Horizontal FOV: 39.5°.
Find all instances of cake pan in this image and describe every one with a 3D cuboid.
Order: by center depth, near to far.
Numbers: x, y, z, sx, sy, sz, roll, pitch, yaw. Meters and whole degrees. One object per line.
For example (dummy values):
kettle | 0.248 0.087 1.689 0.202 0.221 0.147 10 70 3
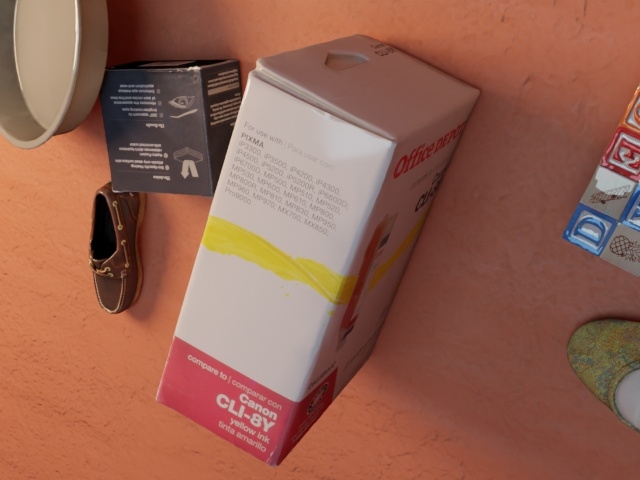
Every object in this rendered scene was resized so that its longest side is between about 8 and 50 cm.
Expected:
cake pan | -0.353 -0.262 1.120 0.293 0.054 0.293 7 100 47

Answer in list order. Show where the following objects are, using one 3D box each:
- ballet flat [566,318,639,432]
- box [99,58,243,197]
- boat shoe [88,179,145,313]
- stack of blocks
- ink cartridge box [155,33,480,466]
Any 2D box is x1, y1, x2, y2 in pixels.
ballet flat | 0.413 0.194 0.914 0.348 0.123 0.123 30 118 15
box | -0.181 -0.142 1.108 0.155 0.093 0.158 5 109 26
boat shoe | -0.291 0.013 1.232 0.073 0.073 0.207 16 115 20
stack of blocks | 0.376 -0.100 0.844 0.171 0.087 0.297 29 118 15
ink cartridge box | 0.000 0.000 0.957 0.160 0.279 0.385 27 118 15
